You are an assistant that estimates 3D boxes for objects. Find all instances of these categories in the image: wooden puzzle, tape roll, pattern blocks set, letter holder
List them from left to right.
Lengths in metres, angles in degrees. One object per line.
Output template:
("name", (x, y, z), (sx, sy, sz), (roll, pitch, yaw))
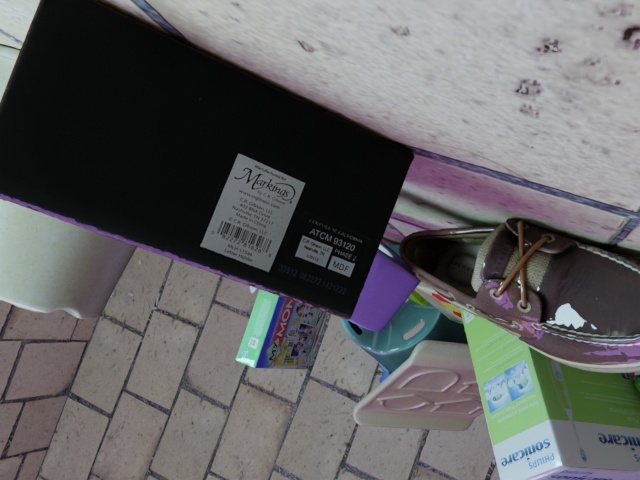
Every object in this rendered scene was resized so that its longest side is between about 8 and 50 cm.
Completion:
("letter holder", (-0.112, -0.066, 0.569), (0.301, 0.152, 0.214), (22, 179, -21))
("tape roll", (0.000, 0.000, 0.840), (0.274, 0.090, 0.275), (37, -175, -4))
("wooden puzzle", (0.274, 0.313, 1.396), (0.321, 0.081, 0.348), (8, 140, -19))
("pattern blocks set", (0.260, 0.124, 1.180), (0.285, 0.026, 0.325), (19, 165, 42))

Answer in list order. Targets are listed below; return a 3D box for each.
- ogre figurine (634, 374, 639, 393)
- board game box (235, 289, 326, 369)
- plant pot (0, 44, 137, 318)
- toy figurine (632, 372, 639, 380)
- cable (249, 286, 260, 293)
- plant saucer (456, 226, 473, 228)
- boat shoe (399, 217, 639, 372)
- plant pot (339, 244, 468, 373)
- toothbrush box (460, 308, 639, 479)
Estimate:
("ogre figurine", (0.486, 0.170, 0.873), (0.096, 0.197, 0.118), (-1, 166, -18))
("board game box", (-0.036, 0.081, 1.174), (0.046, 0.318, 0.213), (17, 177, 26))
("plant pot", (-0.374, -0.066, 0.911), (0.333, 0.306, 0.334), (21, 177, 1))
("toy figurine", (0.504, 0.263, 1.195), (0.217, 0.192, 0.362), (-22, 158, 33))
("cable", (-0.025, 0.061, 1.450), (0.089, 0.257, 0.257), (53, 157, -5))
("plant saucer", (0.271, 0.032, 0.854), (0.194, 0.038, 0.195), (20, 177, 1))
("boat shoe", (0.207, 0.040, 0.660), (0.123, 0.123, 0.342), (26, 178, -30))
("plant pot", (0.223, 0.181, 1.517), (0.341, 0.341, 0.334), (19, 169, 32))
("toothbrush box", (0.347, 0.211, 0.929), (0.206, 0.283, 0.122), (12, 140, -25))
